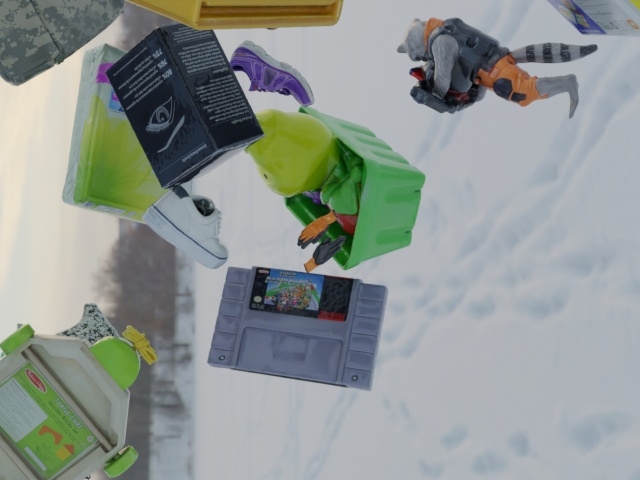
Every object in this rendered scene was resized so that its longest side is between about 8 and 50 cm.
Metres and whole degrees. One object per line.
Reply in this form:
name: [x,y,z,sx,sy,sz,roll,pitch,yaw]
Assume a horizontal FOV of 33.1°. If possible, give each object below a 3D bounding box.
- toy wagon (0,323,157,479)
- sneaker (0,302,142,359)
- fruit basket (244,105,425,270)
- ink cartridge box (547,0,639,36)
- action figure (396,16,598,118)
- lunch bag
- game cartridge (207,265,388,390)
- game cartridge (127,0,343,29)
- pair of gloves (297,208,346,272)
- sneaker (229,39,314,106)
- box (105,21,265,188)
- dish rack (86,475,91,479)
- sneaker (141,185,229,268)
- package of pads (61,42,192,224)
toy wagon: [-0.393,0.253,1.624,0.267,0.344,0.068,52,179,-8]
sneaker: [-0.543,0.249,1.982,0.182,0.410,0.158,60,160,11]
fruit basket: [-0.011,-0.134,2.245,0.392,0.392,0.283,-104,23,-64]
ink cartridge box: [0.323,-0.406,1.502,0.072,0.307,0.303,-47,11,7]
action figure: [0.299,-0.312,1.881,0.341,0.330,0.178,-46,-26,-65]
lunch bag: [-0.479,-0.440,1.751,0.212,0.256,0.305,49,167,42]
game cartridge: [-0.048,0.178,2.264,0.068,0.355,0.230,46,-129,-71]
game cartridge: [-0.178,-0.336,1.373,0.285,0.324,0.052,-16,-56,-51]
pair of gloves: [0.000,0.000,1.494,0.010,0.074,0.083,39,-159,-39]
sneaker: [-0.086,-0.275,1.865,0.071,0.170,0.068,-55,-12,-12]
box: [-0.204,-0.205,1.614,0.153,0.108,0.207,-26,90,44]
dish rack: [-0.464,0.516,1.897,0.074,0.208,0.271,9,120,57]
sneaker: [-0.199,-0.022,1.795,0.094,0.091,0.258,45,-178,20]
package of pads: [-0.335,-0.184,1.972,0.101,0.229,0.296,-4,76,49]
